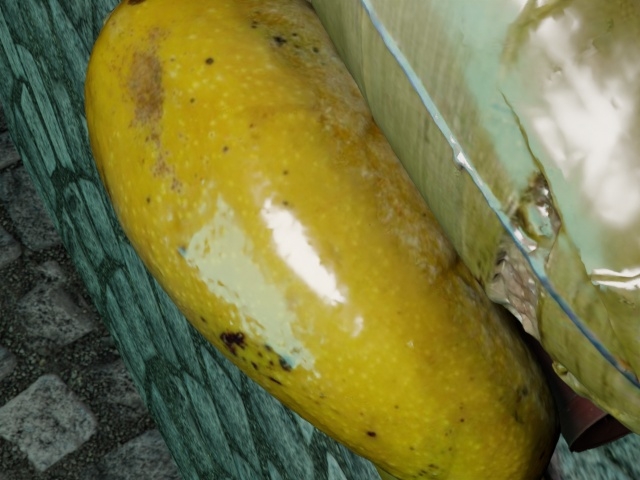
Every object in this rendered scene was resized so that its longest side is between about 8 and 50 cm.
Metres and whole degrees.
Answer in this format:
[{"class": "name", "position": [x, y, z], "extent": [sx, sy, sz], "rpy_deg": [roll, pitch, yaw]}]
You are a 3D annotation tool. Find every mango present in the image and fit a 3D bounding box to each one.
[{"class": "mango", "position": [-0.007, 0.000, 0.847], "extent": [0.330, 0.176, 0.176], "rpy_deg": [62, 140, 24]}]

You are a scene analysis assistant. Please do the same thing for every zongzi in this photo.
[{"class": "zongzi", "position": [0.115, -0.122, 0.631], "extent": [0.356, 0.174, 0.393], "rpy_deg": [59, 164, 25]}]

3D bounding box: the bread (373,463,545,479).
[{"class": "bread", "position": [0.100, 0.164, 1.216], "extent": [0.160, 0.088, 0.233], "rpy_deg": [4, 121, 54]}]

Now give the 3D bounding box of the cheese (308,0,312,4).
[{"class": "cheese", "position": [0.002, -0.111, 1.056], "extent": [0.251, 0.173, 0.248], "rpy_deg": [-121, 16, -46]}]

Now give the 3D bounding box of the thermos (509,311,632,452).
[{"class": "thermos", "position": [0.128, -0.002, 0.925], "extent": [0.232, 0.099, 0.124], "rpy_deg": [62, -163, 22]}]
